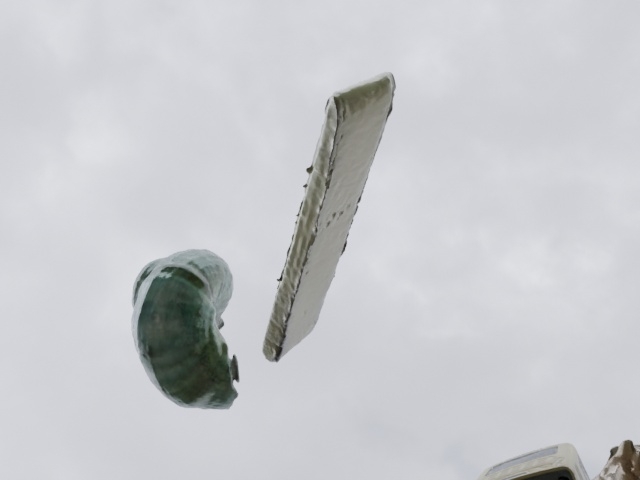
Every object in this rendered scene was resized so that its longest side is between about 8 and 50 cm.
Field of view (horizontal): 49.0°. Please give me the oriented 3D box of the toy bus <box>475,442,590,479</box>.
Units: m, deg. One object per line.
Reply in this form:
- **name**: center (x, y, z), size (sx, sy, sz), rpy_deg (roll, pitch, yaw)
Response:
- **toy bus**: center (0.340, 0.471, 0.932), size (0.177, 0.202, 0.365), rpy_deg (-25, -99, 20)

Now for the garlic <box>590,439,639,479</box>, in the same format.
- **garlic**: center (0.286, 0.242, 0.508), size (0.143, 0.178, 0.229), rpy_deg (40, -47, -13)

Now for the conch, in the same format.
- **conch**: center (-0.206, 0.117, 1.073), size (0.277, 0.195, 0.220), rpy_deg (38, -30, 36)

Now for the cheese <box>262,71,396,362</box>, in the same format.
- **cheese**: center (-0.001, -0.002, 0.748), size (0.034, 0.085, 0.400), rpy_deg (39, -40, 19)
